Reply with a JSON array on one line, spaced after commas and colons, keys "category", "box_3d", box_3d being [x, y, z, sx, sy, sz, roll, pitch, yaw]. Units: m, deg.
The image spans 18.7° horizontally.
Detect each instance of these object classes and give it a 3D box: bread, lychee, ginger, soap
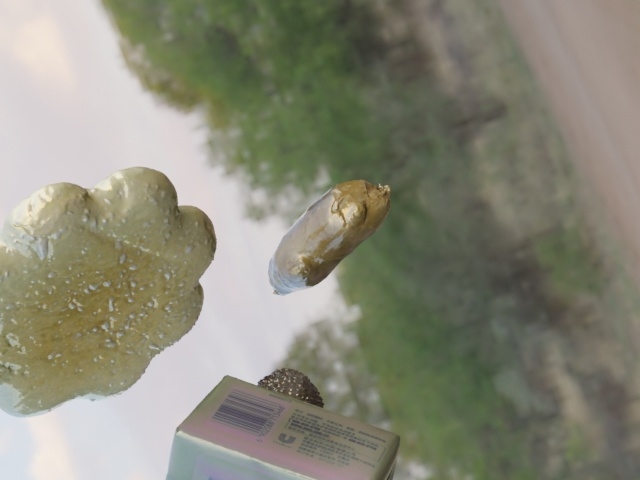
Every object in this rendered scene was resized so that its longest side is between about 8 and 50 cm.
[{"category": "bread", "box_3d": [-0.239, 0.061, 1.953, 0.054, 0.316, 0.316, 50, 171, 40]}, {"category": "lychee", "box_3d": [-0.034, 0.168, 2.010, 0.083, 0.067, 0.068, 36, 176, 35]}, {"category": "ginger", "box_3d": [0.001, 0.001, 2.128, 0.069, 0.190, 0.095, 55, -153, 18]}, {"category": "soap", "box_3d": [-0.046, 0.255, 1.847, 0.138, 0.199, 0.182, -51, -22, -64]}]
